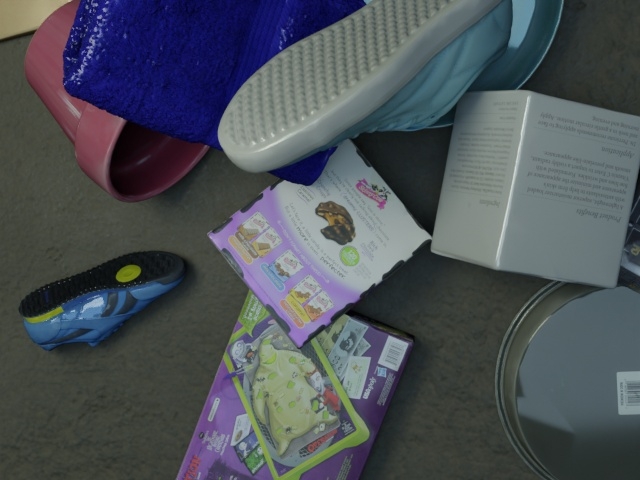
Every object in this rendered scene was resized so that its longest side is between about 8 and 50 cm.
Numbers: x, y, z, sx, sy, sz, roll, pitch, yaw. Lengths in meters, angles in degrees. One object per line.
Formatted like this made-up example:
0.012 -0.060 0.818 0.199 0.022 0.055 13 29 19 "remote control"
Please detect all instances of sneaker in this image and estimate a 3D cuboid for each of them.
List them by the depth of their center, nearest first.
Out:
0.069 -0.152 1.051 0.366 0.135 0.150 -35 131 -16 "sneaker"
-0.256 0.077 1.255 0.209 0.069 0.082 -20 125 0 "sneaker"

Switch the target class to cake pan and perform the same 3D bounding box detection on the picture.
0.349 0.171 1.180 0.293 0.054 0.293 1 95 7 "cake pan"

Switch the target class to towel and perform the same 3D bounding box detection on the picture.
-0.091 -0.204 1.052 0.308 0.076 0.228 18 82 -33 "towel"

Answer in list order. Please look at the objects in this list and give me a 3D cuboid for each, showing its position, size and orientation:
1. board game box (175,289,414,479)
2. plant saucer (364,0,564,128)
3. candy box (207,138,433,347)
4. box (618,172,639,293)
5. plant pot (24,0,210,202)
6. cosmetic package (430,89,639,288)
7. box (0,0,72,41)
-0.044 0.236 1.244 0.208 0.056 0.347 22 97 1 "board game box"
0.116 -0.286 1.177 0.317 0.044 0.318 1 95 8 "plant saucer"
0.000 0.000 1.176 0.196 0.070 0.165 -38 85 -6 "candy box"
0.444 0.004 1.124 0.231 0.056 0.183 28 79 4 "box"
-0.227 -0.174 1.167 0.180 0.201 0.201 39 99 18 "plant pot"
0.229 -0.056 1.098 0.151 0.151 0.184 10 94 -21 "cosmetic package"
-0.399 -0.324 1.253 0.201 0.021 0.164 -12 93 8 "box"
